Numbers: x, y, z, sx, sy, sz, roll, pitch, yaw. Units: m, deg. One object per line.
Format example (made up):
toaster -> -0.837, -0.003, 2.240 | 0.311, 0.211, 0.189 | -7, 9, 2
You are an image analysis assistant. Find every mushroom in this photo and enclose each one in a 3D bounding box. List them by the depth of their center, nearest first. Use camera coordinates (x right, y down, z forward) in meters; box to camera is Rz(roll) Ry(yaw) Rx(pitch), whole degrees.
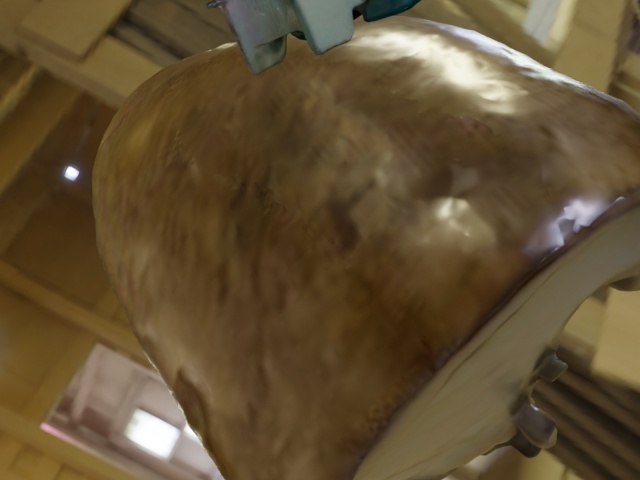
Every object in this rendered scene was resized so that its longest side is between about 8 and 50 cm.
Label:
mushroom -> 0.005, -0.041, 0.814 | 0.224, 0.397, 0.313 | -13, -38, -39

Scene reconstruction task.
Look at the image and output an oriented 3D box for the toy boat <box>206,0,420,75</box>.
toy boat -> -0.048, -0.236, 0.610 | 0.092, 0.298, 0.134 | -34, 16, -36
